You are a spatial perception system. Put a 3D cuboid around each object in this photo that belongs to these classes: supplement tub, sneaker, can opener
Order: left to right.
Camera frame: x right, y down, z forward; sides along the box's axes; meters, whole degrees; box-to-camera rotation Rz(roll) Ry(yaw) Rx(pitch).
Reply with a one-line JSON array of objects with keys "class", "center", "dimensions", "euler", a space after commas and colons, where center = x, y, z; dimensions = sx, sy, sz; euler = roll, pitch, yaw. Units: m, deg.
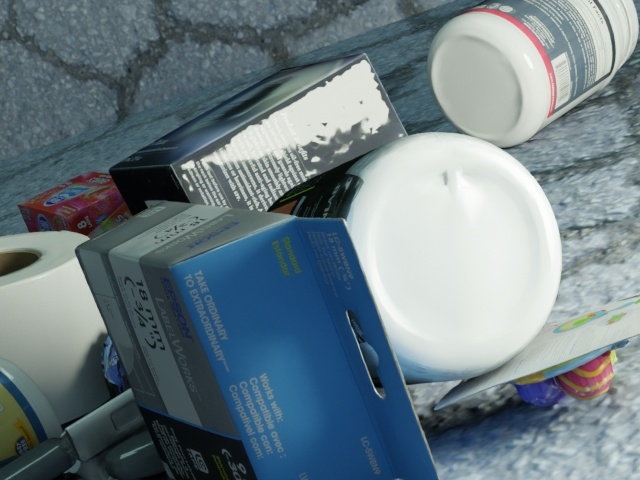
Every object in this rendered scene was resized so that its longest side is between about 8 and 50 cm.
[{"class": "supplement tub", "center": [-0.357, 0.213, 1.618], "dimensions": [0.200, 0.144, 0.144], "euler": [-31, 17, -34]}, {"class": "can opener", "center": [-0.238, 0.219, 1.569], "dimensions": [0.280, 0.074, 0.093], "euler": [-29, 17, -28]}, {"class": "sneaker", "center": [-0.160, 0.108, 1.866], "dimensions": [0.087, 0.083, 0.221], "euler": [-1, 27, 34]}, {"class": "supplement tub", "center": [0.055, 0.028, 1.520], "dimensions": [0.207, 0.207, 0.338], "euler": [-26, 3, -19]}, {"class": "supplement tub", "center": [0.293, -0.259, 2.336], "dimensions": [0.191, 0.191, 0.272], "euler": [-6, 21, 47]}]

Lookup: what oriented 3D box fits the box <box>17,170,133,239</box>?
[{"class": "box", "center": [-0.330, -0.018, 2.475], "dimensions": [0.128, 0.122, 0.257], "euler": [-27, 15, -20]}]

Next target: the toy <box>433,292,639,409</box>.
[{"class": "toy", "center": [0.222, 0.094, 1.394], "dimensions": [0.237, 0.056, 0.137], "euler": [-27, 3, 27]}]

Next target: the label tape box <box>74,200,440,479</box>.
[{"class": "label tape box", "center": [-0.063, 0.100, 1.419], "dimensions": [0.106, 0.240, 0.334], "euler": [-27, 15, -24]}]

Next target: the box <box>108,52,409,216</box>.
[{"class": "box", "center": [-0.076, -0.092, 2.186], "dimensions": [0.294, 0.182, 0.296], "euler": [-31, 12, -19]}]

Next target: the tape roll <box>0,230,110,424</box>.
[{"class": "tape roll", "center": [-0.356, 0.105, 1.896], "dimensions": [0.246, 0.169, 0.246], "euler": [-9, 14, 2]}]
